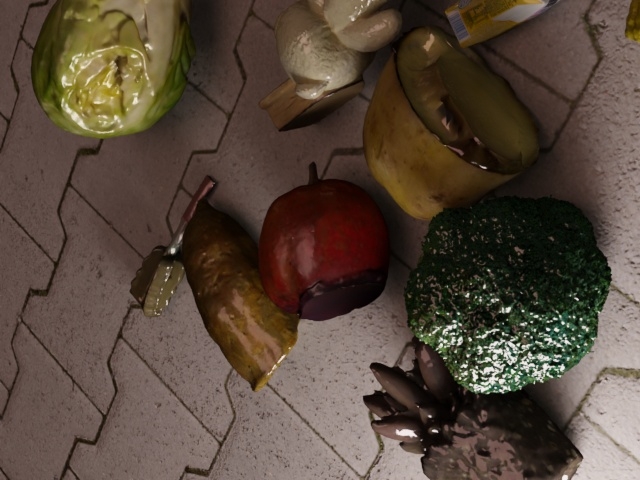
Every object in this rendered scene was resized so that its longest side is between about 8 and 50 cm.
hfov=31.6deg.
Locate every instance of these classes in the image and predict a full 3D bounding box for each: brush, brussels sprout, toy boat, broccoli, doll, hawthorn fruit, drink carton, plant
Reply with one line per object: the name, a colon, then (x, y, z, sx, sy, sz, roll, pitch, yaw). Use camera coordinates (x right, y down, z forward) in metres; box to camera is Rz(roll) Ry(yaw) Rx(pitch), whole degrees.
brush: (-0.270, 0.007, 2.101, 0.084, 0.071, 0.301, 46, 117, 31)
brussels sprout: (-0.354, -0.332, 1.980, 0.268, 0.344, 0.344, 32, 122, -8)
toy boat: (0.001, -0.240, 1.798, 0.188, 0.116, 0.061, -31, 79, 42)
broccoli: (0.250, 0.063, 1.554, 0.297, 0.298, 0.297, -143, 56, -71)
doll: (0.047, -0.341, 1.637, 0.278, 0.149, 0.175, -53, 41, 37)
hawthorn fruit: (0.000, 0.000, 1.773, 0.215, 0.215, 0.249, -11, 90, 41)
drink carton: (0.274, -0.338, 1.569, 0.200, 0.084, 0.074, -25, 89, 39)
plant: (0.216, 0.264, 1.645, 0.321, 0.194, 0.181, 42, 108, 24)

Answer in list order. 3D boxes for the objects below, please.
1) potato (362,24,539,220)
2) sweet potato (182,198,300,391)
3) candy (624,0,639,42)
potato: (0.163, -0.142, 1.611, 0.242, 0.243, 0.285, -52, 56, 32)
sweet potato: (-0.152, 0.077, 1.947, 0.158, 0.158, 0.369, -48, 66, 34)
candy: (0.447, -0.339, 1.413, 0.106, 0.094, 0.198, -144, 64, -73)
